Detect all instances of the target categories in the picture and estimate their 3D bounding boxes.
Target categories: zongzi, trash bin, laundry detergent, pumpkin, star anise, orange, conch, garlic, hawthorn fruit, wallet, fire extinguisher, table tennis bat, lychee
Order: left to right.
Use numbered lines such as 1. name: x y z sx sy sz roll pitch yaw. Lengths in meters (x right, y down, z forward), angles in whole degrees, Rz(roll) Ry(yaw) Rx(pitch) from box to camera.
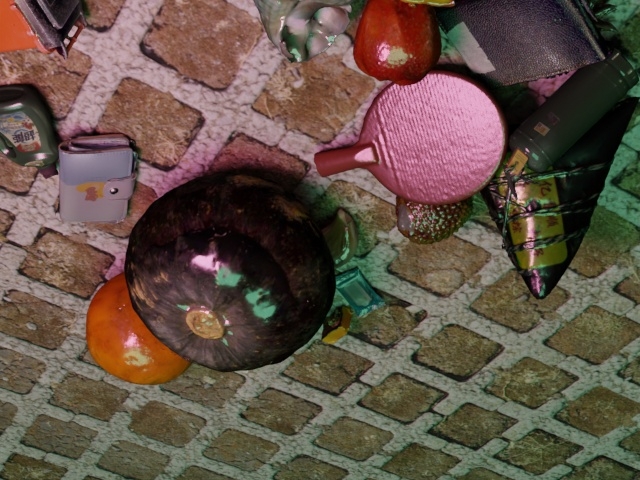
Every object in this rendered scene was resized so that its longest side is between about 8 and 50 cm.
1. trash bin: -0.561 -0.408 1.582 0.238 0.161 0.184 -9 134 22
2. laundry detergent: -0.612 -0.213 1.827 0.144 0.078 0.222 -4 137 9
3. wallet: -0.483 -0.131 1.905 0.170 0.069 0.231 -2 141 -20
4. orange: -0.416 0.207 2.086 0.284 0.284 0.226 30 133 -24
5. pumpkin: -0.190 0.068 1.891 0.454 0.344 0.454 7 129 9
6. conch: -0.015 -0.440 1.513 0.220 0.195 0.277 22 110 -35
7. garlic: -0.004 0.009 2.023 0.198 0.090 0.129 -16 117 27
8. pumpkin: 0.038 0.210 2.213 0.054 0.074 0.083 35 127 -21
9. hawthorn fruit: 0.142 -0.366 1.581 0.173 0.179 0.173 11 175 1
10. table tennis bat: 0.173 -0.190 1.756 0.414 0.051 0.268 -11 103 30
11. lychee: 0.240 -0.070 1.875 0.171 0.171 0.171 1 135 1
12. wallet: 0.358 -0.382 1.580 0.262 0.071 0.221 -12 136 41
13. fire extinguisher: 0.445 -0.213 1.629 0.311 0.114 0.095 -43 153 6
14. zongzi: 0.490 -0.122 1.764 0.362 0.319 0.384 -19 109 23
15. star anise: 0.467 -0.397 1.608 0.141 0.042 0.141 2 135 2

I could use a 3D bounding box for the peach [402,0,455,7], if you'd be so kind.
1. peach: 0.141 -0.516 1.422 0.153 0.159 0.267 -6 115 2

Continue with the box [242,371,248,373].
1. box: -0.218 0.238 2.259 0.149 0.067 0.233 17 134 -13

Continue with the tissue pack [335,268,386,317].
1. tissue pack: 0.089 0.125 2.161 0.085 0.028 0.138 -26 124 21
